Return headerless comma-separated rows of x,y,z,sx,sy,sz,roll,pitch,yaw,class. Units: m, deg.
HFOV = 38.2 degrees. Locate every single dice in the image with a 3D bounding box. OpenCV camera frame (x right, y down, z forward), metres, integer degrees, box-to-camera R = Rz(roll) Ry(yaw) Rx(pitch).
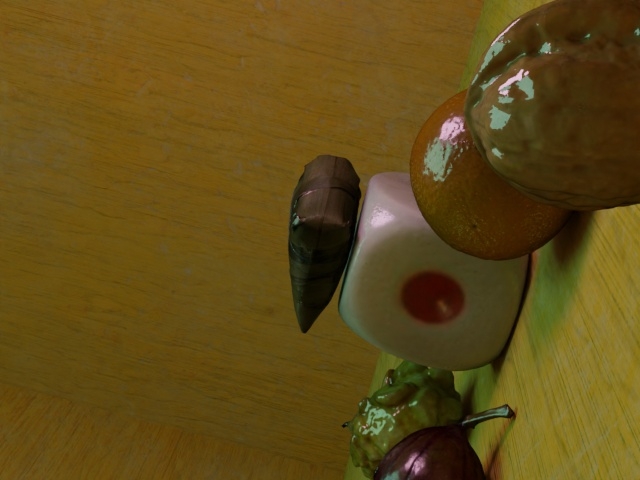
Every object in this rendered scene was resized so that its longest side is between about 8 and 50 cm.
0.204,0.051,1.719,0.304,0.304,0.277,-74,-2,-71,dice

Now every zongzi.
0.000,0.000,1.731,0.251,0.125,0.274,-77,-5,-51,zongzi

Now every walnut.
0.279,-0.139,0.968,0.224,0.257,0.257,-77,1,-54,walnut

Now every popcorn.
0.176,0.368,1.843,0.252,0.215,0.286,-38,-18,-28,popcorn

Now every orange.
0.267,-0.107,1.408,0.274,0.274,0.274,15,-90,-90,orange

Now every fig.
0.191,0.368,1.497,0.250,0.186,0.204,-68,-20,-14,fig
